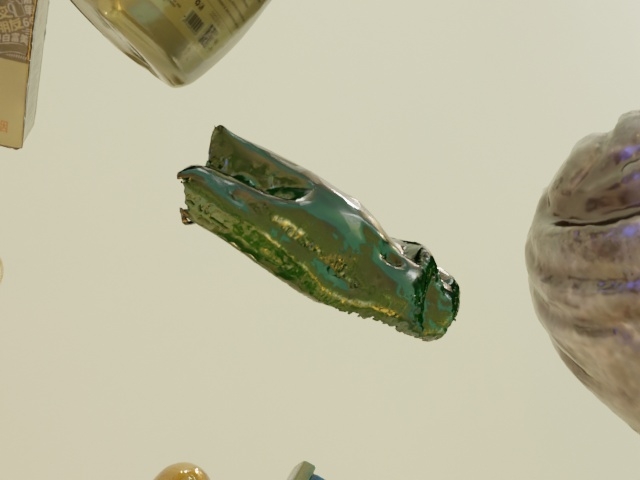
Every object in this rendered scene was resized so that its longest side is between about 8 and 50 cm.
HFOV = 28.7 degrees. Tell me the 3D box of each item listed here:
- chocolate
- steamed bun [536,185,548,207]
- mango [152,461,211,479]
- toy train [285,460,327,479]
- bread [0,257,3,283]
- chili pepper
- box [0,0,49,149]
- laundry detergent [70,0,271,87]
[{"bbox_3d":[0.283,-0.003,1.000,0.213,0.303,0.303,34,-136,6],"label":"chocolate"},{"bbox_3d":[0.310,-0.009,1.401,0.106,0.183,0.182,-9,-93,-22],"label":"steamed bun"},{"bbox_3d":[-0.209,0.378,1.711,0.089,0.115,0.165,31,-121,1],"label":"mango"},{"bbox_3d":[-0.016,0.492,1.880,0.202,0.131,0.299,30,-131,4],"label":"toy train"},{"bbox_3d":[-0.358,0.075,0.983,0.142,0.091,0.305,25,-154,-2],"label":"bread"},{"bbox_3d":[0.001,-0.001,0.814,0.224,0.061,0.098,33,-146,-26],"label":"chili pepper"},{"bbox_3d":[-0.419,-0.274,1.455,0.084,0.198,0.310,-84,7,-61],"label":"box"},{"bbox_3d":[-0.063,-0.238,0.859,0.253,0.091,0.181,-51,-25,-3],"label":"laundry detergent"}]
